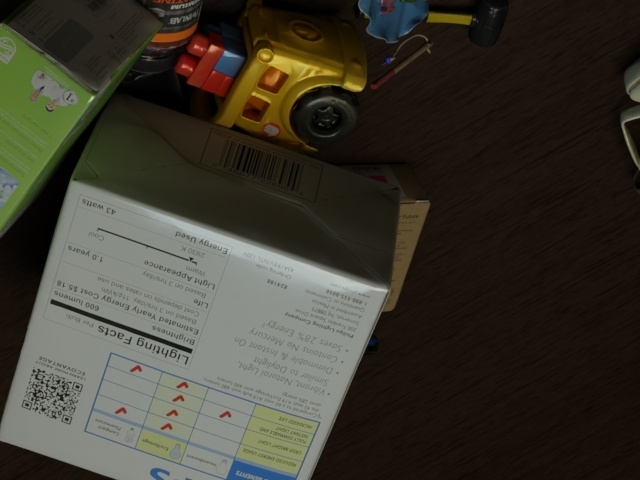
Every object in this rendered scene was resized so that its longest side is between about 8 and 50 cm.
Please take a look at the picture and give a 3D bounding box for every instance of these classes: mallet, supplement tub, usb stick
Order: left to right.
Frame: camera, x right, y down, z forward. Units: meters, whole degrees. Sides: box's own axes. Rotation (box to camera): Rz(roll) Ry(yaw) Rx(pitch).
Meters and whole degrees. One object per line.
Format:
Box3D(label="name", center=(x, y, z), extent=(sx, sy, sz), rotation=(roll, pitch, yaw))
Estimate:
Box3D(label="supplement tub", center=(-0.175, -0.278, 1.871), extent=(0.106, 0.106, 0.198), rotation=(-3, 133, -21))
Box3D(label="usb stick", center=(-0.185, -0.113, 2.070), extent=(0.077, 0.045, 0.278), rotation=(-23, 137, -12))
Box3D(label="mallet", center=(0.136, -0.273, 2.066), extent=(0.189, 0.039, 0.062), rotation=(7, 130, -24))

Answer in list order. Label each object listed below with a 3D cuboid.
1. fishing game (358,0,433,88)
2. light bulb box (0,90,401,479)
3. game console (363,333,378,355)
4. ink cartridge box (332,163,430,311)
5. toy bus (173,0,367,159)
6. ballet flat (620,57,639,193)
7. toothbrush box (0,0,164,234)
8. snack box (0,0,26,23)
Box3D(label="fishing game", center=(0.098, -0.309, 1.933), extent=(0.189, 0.041, 0.264), rotation=(-40, 136, -47))
Box3D(label="light bulb box", center=(-0.135, 0.083, 1.955), extent=(0.357, 0.225, 0.361), rotation=(19, 121, -4))
Box3D(label="game console", center=(-0.103, 0.178, 2.302), extent=(0.293, 0.250, 0.173), rotation=(-2, 106, -22))
Box3D(label="ink cartridge box", center=(0.000, 0.000, 2.228), extent=(0.234, 0.088, 0.193), rotation=(-1, 130, -22))
Box3D(label="toy bus", center=(-0.080, -0.165, 2.000), extent=(0.211, 0.149, 0.220), rotation=(15, 126, -25))
Box3D(label="ballet flat", center=(0.453, -0.175, 2.263), extent=(0.124, 0.116, 0.342), rotation=(-2, 139, 4))
Box3D(label="toothbrush box", center=(-0.311, -0.129, 1.811), extent=(0.122, 0.206, 0.283), rotation=(37, 122, -5))
Box3D(label="snack box", center=(-0.330, -0.246, 1.814), extent=(0.178, 0.022, 0.064), rotation=(-40, 158, -51))
